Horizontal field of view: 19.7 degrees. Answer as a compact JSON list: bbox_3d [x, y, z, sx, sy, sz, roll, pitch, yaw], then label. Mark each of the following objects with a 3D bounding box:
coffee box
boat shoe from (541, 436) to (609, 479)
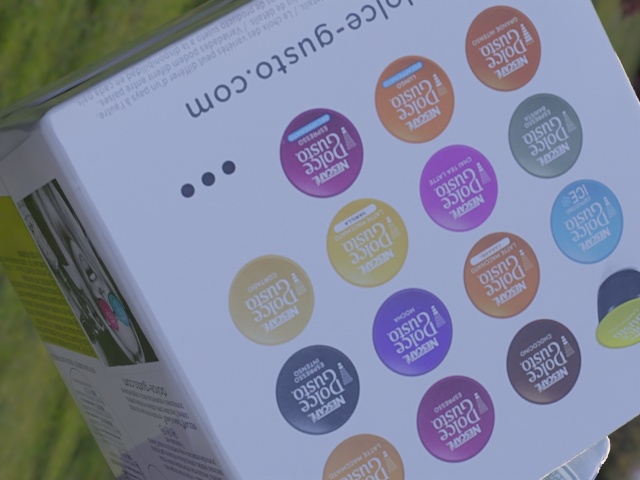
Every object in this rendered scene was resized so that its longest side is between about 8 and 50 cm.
[{"bbox_3d":[0.000,0.000,1.206,0.338,0.334,0.338,-30,-170,-19],"label":"coffee box"},{"bbox_3d":[0.123,0.153,1.334,0.081,0.079,0.227,-41,-160,-26],"label":"boat shoe"}]
